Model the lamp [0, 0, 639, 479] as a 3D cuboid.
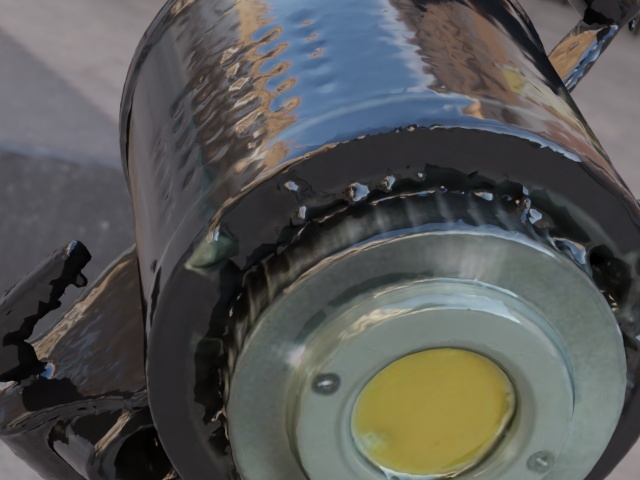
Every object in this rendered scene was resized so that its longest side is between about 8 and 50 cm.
[{"bbox_3d":[0.032,-0.007,0.739,0.205,0.374,0.272,46,-5,-30],"label":"lamp"}]
